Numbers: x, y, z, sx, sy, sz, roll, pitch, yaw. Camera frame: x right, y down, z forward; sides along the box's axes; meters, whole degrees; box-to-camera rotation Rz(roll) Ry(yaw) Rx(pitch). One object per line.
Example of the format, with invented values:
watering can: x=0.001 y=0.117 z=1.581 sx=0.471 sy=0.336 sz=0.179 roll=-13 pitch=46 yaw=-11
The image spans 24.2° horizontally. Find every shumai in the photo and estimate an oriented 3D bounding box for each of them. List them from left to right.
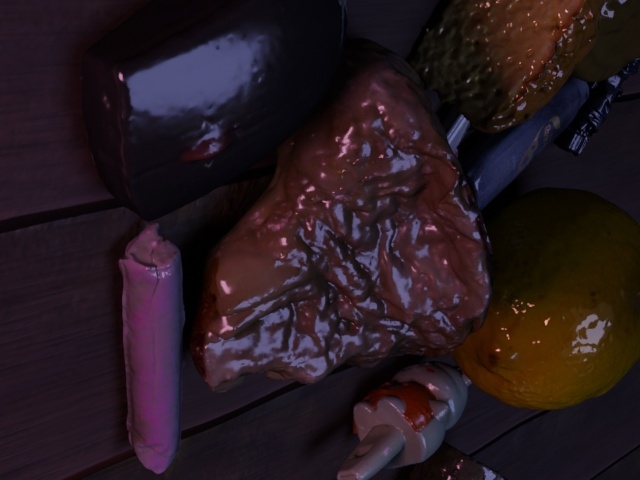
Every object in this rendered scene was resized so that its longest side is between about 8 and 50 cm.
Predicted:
shumai: x=-0.003 y=0.001 z=1.363 sx=0.283 sy=0.217 sz=0.346 roll=-24 pitch=136 yaw=-1

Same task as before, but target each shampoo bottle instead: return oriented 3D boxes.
shampoo bottle: x=0.228 y=-0.116 z=1.707 sx=0.234 sy=0.049 sz=0.087 roll=-42 pitch=150 yaw=-32

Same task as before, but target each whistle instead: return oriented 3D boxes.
whistle: x=0.098 y=0.212 z=1.760 sx=0.253 sy=0.106 sz=0.101 roll=-39 pitch=165 yaw=-44

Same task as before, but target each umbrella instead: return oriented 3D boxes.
umbrella: x=0.357 y=-0.206 z=1.827 sx=0.080 sy=0.071 sz=0.224 roll=23 pitch=103 yaw=-35

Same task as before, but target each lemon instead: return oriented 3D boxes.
lemon: x=0.267 y=0.068 z=1.744 sx=0.284 sy=0.260 sz=0.260 roll=-44 pitch=150 yaw=-24

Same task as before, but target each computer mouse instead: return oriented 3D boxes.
computer mouse: x=-0.060 y=-0.130 z=1.141 sx=0.269 sy=0.100 sz=0.170 roll=-44 pitch=147 yaw=-29

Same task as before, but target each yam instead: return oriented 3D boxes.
yam: x=0.159 y=0.394 z=2.010 sx=0.154 sy=0.154 sz=0.254 roll=12 pitch=102 yaw=-62

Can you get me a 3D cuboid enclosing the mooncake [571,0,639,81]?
mooncake: x=0.304 y=-0.278 z=1.608 sx=0.235 sy=0.117 sz=0.235 roll=-45 pitch=152 yaw=-31

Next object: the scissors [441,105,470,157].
scissors: x=0.117 y=-0.082 z=1.571 sx=0.242 sy=0.030 sz=0.118 roll=-58 pitch=154 yaw=6

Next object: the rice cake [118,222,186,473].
rice cake: x=-0.143 y=0.099 z=1.284 sx=0.055 sy=0.049 sz=0.270 roll=-37 pitch=145 yaw=-38

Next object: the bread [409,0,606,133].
bread: x=0.197 y=-0.217 z=1.471 sx=0.229 sy=0.143 sz=0.139 roll=-56 pitch=163 yaw=5
